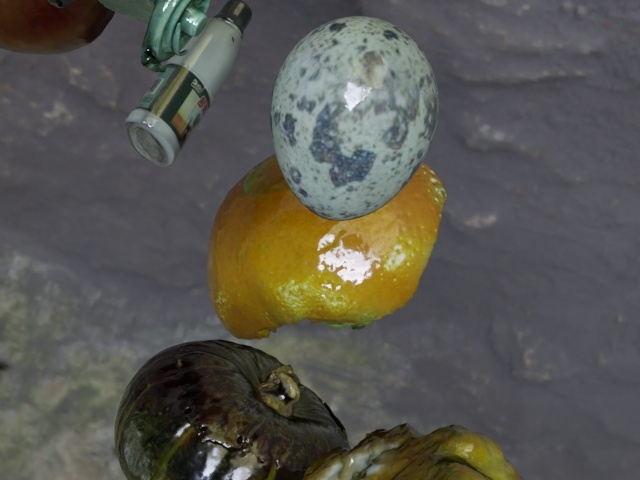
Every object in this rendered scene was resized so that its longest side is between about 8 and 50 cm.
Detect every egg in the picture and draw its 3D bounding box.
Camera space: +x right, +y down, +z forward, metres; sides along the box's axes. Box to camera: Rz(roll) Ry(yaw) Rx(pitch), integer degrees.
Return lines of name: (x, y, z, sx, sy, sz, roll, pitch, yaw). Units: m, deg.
egg: (0.025, -0.093, 0.921, 0.132, 0.132, 0.172, 15, 123, 6)

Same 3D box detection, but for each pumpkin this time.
pumpkin: (-0.078, 0.186, 1.088, 0.238, 0.159, 0.238, 28, -172, -4)

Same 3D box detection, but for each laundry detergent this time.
laundry detergent: (-0.151, -0.201, 1.401, 0.070, 0.226, 0.099, 22, 157, 19)

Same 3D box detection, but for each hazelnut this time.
hazelnut: (-0.284, -0.299, 1.102, 0.229, 0.229, 0.229, 15, 157, 6)

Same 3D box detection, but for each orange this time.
orange: (-0.006, -0.006, 1.441, 0.334, 0.262, 0.196, -4, 143, 30)

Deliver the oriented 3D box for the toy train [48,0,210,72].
toy train: (-0.124, -0.275, 0.845, 0.150, 0.237, 0.369, 37, 177, 7)

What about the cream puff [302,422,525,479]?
cream puff: (0.051, 0.261, 0.814, 0.185, 0.282, 0.282, 50, 148, -13)
